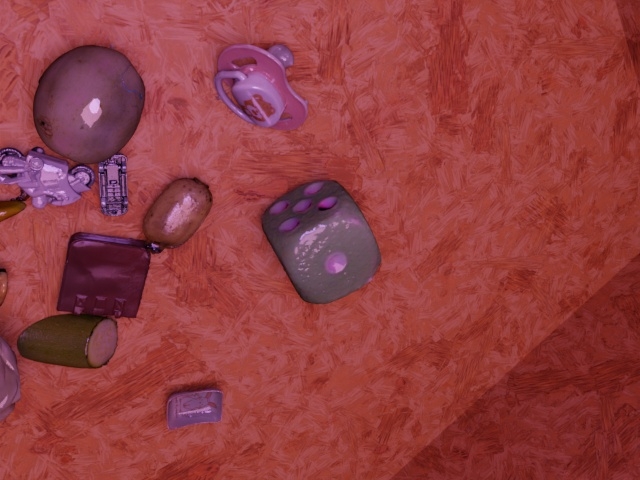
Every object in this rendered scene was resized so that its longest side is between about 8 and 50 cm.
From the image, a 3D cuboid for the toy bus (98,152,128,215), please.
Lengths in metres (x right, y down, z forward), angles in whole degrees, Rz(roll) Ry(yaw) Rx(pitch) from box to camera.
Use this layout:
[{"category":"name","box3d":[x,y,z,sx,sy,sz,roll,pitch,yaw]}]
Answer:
[{"category":"toy bus","box3d":[-0.634,-0.175,1.611,0.087,0.089,0.193,-5,114,-23]}]

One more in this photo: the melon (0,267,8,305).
[{"category":"melon","box3d":[-1.019,0.134,1.596,0.128,0.079,0.160,20,105,-11]}]

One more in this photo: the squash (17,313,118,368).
[{"category":"squash","box3d":[-0.847,0.330,1.784,0.261,0.189,0.189,6,115,13]}]

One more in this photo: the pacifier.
[{"category":"pacifier","box3d":[-0.167,-0.474,1.609,0.273,0.220,0.332,-40,135,-2]}]

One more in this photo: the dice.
[{"category":"dice","box3d":[0.000,0.000,1.833,0.319,0.330,0.322,-29,122,-4]}]

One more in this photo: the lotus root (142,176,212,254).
[{"category":"lotus root","box3d":[-0.465,-0.077,1.701,0.160,0.146,0.284,36,87,-13]}]

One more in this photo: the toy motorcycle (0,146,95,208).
[{"category":"toy motorcycle","box3d":[-0.801,-0.169,1.530,0.260,0.110,0.170,12,108,-31]}]

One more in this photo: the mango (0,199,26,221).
[{"category":"mango","box3d":[-0.945,-0.077,1.511,0.188,0.101,0.066,-18,118,-17]}]

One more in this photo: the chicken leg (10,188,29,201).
[{"category":"chicken leg","box3d":[-0.878,-0.137,1.562,0.083,0.021,0.036,-48,132,3]}]

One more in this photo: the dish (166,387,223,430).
[{"category":"dish","box3d":[-0.490,0.639,2.048,0.213,0.077,0.151,-3,112,-23]}]

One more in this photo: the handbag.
[{"category":"handbag","box3d":[-0.702,0.119,1.718,0.260,0.084,0.275,7,110,-27]}]

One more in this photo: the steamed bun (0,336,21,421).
[{"category":"steamed bun","box3d":[-1.051,0.396,1.601,0.394,0.237,0.346,-30,96,28]}]

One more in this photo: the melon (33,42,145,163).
[{"category":"melon","box3d":[-0.620,-0.374,1.426,0.269,0.268,0.330,25,92,-30]}]
